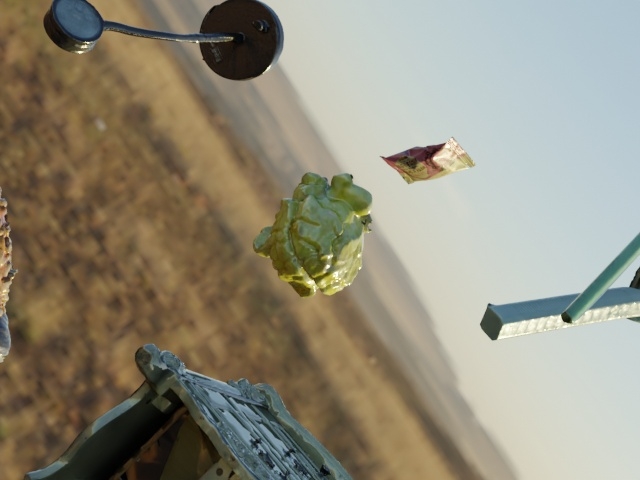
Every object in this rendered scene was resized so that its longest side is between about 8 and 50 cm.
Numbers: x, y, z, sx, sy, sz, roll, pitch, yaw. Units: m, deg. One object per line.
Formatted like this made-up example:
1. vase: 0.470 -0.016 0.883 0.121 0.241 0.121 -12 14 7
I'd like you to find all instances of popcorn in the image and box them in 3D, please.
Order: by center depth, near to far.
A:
1. popcorn: 0.000 0.000 2.178 0.135 0.162 0.141 -107 172 -56

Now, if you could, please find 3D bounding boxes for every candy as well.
1. candy: 0.276 -0.038 1.291 0.091 0.305 0.083 17 -37 47

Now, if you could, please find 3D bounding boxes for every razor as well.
1. razor: 0.268 0.065 1.788 0.277 0.111 0.056 -13 43 -43

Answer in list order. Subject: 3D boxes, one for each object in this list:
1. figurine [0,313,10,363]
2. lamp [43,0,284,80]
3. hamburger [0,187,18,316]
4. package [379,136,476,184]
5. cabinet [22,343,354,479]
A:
1. figurine: -0.523 0.097 2.418 0.245 0.110 0.138 35 41 -45
2. lamp: -0.199 -0.233 2.155 0.371 0.108 0.130 -19 75 -51
3. hamburger: -0.530 0.007 2.148 0.330 0.250 0.330 19 -63 41
4. package: 0.110 -0.079 1.797 0.059 0.083 0.029 41 43 -46
5. cabinet: -0.100 0.293 1.793 0.290 0.227 0.318 47 5 22
